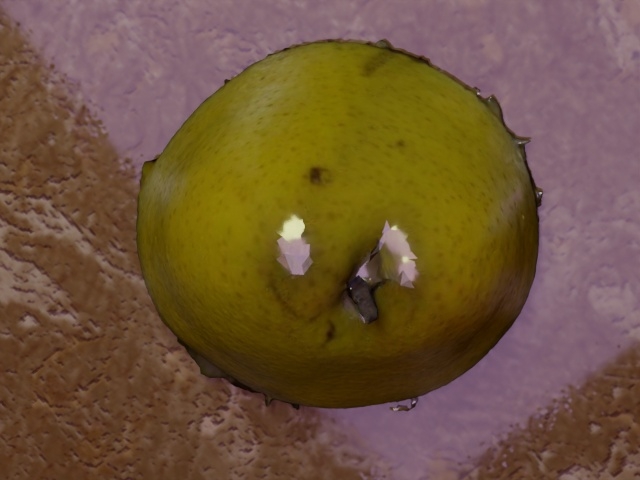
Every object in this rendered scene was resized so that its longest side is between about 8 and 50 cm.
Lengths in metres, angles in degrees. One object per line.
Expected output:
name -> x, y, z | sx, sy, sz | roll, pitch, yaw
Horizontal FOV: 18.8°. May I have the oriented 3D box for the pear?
pear -> 0.002, -0.001, 1.175 | 0.267, 0.178, 0.267 | 1, 95, 7
